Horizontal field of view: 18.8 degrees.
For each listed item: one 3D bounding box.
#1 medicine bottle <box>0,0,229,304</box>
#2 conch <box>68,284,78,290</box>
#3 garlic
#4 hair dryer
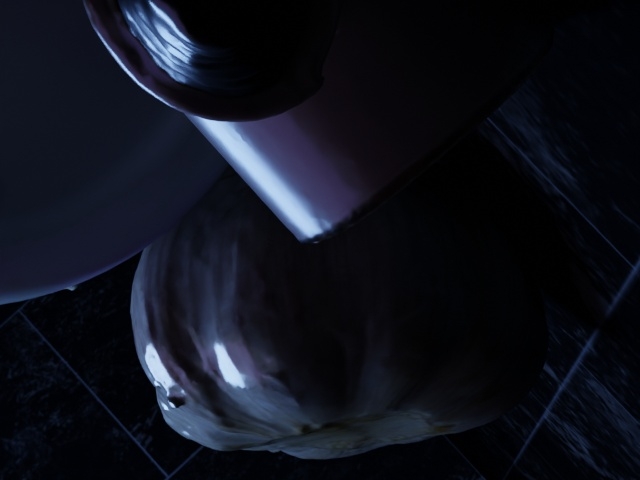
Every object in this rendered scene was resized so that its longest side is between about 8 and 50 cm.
[{"bbox_3d":[-0.158,-0.117,0.782,0.252,0.252,0.241,49,176,-19],"label":"medicine bottle"},{"bbox_3d":[-0.197,-0.140,1.373,0.297,0.210,0.352,-82,-5,-68],"label":"conch"},{"bbox_3d":[0.000,0.000,0.978,0.218,0.219,0.212,58,-157,-68],"label":"garlic"},{"bbox_3d":[-0.026,-0.081,0.464,0.189,0.107,0.344,50,-174,-8],"label":"hair dryer"}]
